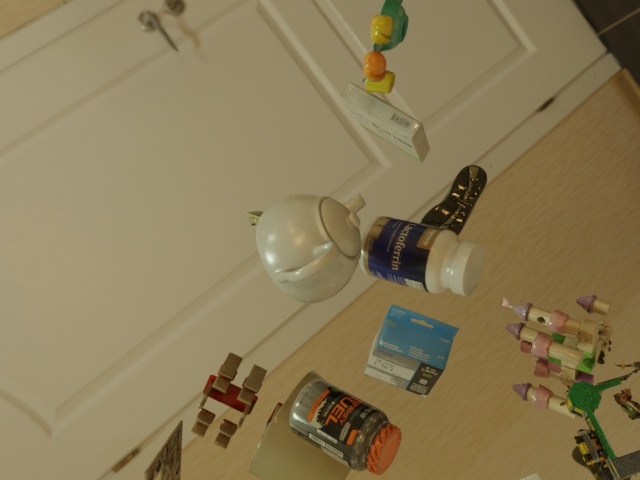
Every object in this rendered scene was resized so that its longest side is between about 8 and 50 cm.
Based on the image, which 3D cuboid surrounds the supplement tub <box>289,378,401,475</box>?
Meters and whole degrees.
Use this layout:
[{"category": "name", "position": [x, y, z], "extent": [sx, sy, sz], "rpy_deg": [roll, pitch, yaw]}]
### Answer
[{"category": "supplement tub", "position": [0.047, 0.346, 1.122], "extent": [0.190, 0.117, 0.117], "rpy_deg": [20, 149, 32]}]

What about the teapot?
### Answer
[{"category": "teapot", "position": [0.000, 0.000, 1.262], "extent": [0.252, 0.187, 0.256], "rpy_deg": [26, -137, -49]}]

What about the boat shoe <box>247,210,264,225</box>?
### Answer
[{"category": "boat shoe", "position": [-0.192, -0.065, 1.920], "extent": [0.153, 0.056, 0.048], "rpy_deg": [11, 110, 60]}]

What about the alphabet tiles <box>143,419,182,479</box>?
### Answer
[{"category": "alphabet tiles", "position": [-0.308, 0.506, 1.185], "extent": [0.198, 0.009, 0.237], "rpy_deg": [-62, -22, -79]}]

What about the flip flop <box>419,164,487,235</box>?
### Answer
[{"category": "flip flop", "position": [0.380, -0.092, 1.739], "extent": [0.112, 0.277, 0.080], "rpy_deg": [33, 177, 12]}]

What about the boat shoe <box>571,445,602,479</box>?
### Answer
[{"category": "boat shoe", "position": [0.682, 0.553, 1.474], "extent": [0.049, 0.056, 0.152], "rpy_deg": [23, -172, -23]}]

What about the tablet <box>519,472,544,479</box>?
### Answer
[{"category": "tablet", "position": [0.563, 0.642, 1.602], "extent": [0.083, 0.054, 0.006], "rpy_deg": [51, -160, -35]}]

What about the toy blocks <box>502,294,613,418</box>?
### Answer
[{"category": "toy blocks", "position": [0.665, 0.293, 1.758], "extent": [0.260, 0.309, 0.289], "rpy_deg": [17, 135, 37]}]

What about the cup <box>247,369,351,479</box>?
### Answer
[{"category": "cup", "position": [-0.012, 0.565, 1.688], "extent": [0.237, 0.331, 0.331], "rpy_deg": [30, 158, 13]}]

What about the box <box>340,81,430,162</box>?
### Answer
[{"category": "box", "position": [0.197, -0.332, 1.743], "extent": [0.232, 0.058, 0.322], "rpy_deg": [34, -177, 14]}]

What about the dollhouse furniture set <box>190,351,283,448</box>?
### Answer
[{"category": "dollhouse furniture set", "position": [-0.208, 0.462, 1.717], "extent": [0.259, 0.135, 0.262], "rpy_deg": [27, 120, -1]}]

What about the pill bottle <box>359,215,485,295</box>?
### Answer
[{"category": "pill bottle", "position": [0.236, 0.038, 1.416], "extent": [0.264, 0.153, 0.153], "rpy_deg": [14, 144, 32]}]

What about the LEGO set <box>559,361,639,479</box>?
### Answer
[{"category": "LEGO set", "position": [0.668, 0.375, 1.249], "extent": [0.255, 0.331, 0.192], "rpy_deg": [63, 180, 30]}]

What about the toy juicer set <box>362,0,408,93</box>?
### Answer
[{"category": "toy juicer set", "position": [0.156, -0.530, 1.463], "extent": [0.089, 0.329, 0.209], "rpy_deg": [18, -171, 15]}]

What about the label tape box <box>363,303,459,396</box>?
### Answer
[{"category": "label tape box", "position": [0.297, 0.379, 2.043], "extent": [0.240, 0.106, 0.334], "rpy_deg": [19, 142, 5]}]
